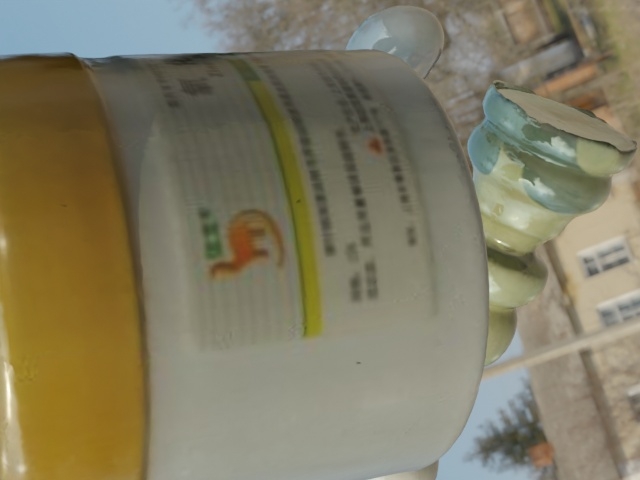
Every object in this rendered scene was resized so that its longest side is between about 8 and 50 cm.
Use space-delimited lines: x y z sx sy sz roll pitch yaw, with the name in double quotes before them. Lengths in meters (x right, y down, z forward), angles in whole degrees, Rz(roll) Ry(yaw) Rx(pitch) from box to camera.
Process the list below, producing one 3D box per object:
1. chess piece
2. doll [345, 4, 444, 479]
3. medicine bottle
"chess piece" 0.209 0.000 1.266 0.182 0.330 0.182 21 -161 -8
"doll" -0.008 -0.002 0.970 0.187 0.365 0.376 15 -90 -29
"medicine bottle" -0.067 0.020 0.569 0.238 0.231 0.238 173 90 -67
